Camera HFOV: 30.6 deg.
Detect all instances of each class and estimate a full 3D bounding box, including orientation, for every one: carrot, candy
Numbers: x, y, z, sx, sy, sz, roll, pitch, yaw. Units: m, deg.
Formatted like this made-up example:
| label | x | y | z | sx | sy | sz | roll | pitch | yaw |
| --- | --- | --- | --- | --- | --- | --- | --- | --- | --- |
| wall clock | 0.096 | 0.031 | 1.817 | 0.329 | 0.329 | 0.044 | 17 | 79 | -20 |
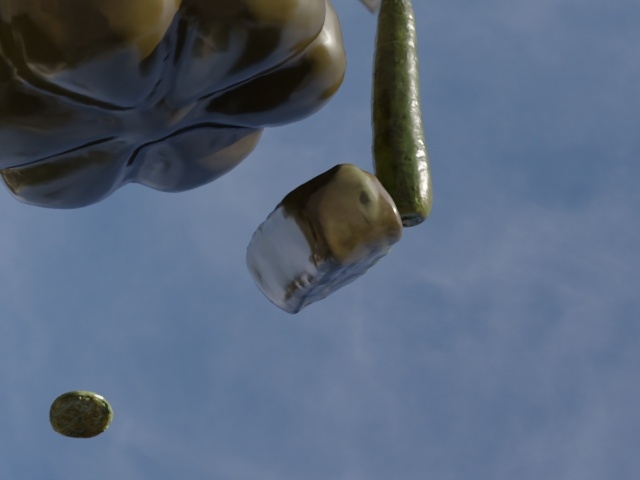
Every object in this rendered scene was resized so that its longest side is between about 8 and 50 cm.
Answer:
| label | x | y | z | sx | sy | sz | roll | pitch | yaw |
| --- | --- | --- | --- | --- | --- | --- | --- | --- | --- |
| carrot | 0.099 | -0.184 | 1.497 | 0.074 | 0.074 | 0.358 | -16 | -118 | 30 |
| candy | 0.000 | 0.000 | 1.230 | 0.102 | 0.104 | 0.234 | 62 | -23 | 10 |

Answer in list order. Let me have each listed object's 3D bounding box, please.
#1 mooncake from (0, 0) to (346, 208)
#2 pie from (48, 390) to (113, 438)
| label | x | y | z | sx | sy | sz | roll | pitch | yaw |
| --- | --- | --- | --- | --- | --- | --- | --- | --- | --- |
| mooncake | -0.210 | -0.226 | 1.278 | 0.467 | 0.467 | 0.262 | -26 | -107 | 26 |
| pie | -0.308 | 0.223 | 1.505 | 0.084 | 0.084 | 0.021 | -42 | -147 | 17 |
